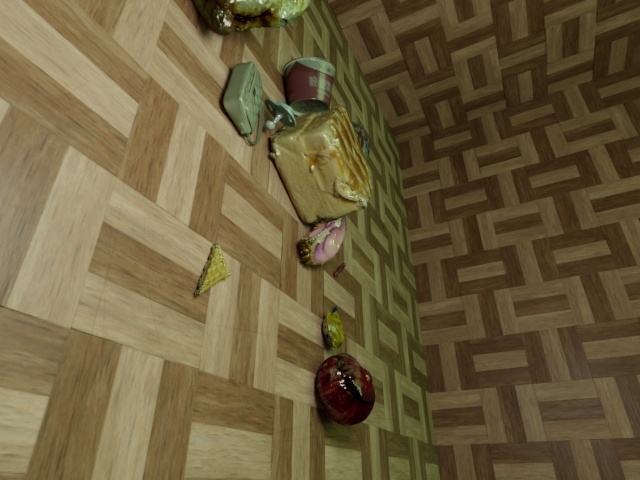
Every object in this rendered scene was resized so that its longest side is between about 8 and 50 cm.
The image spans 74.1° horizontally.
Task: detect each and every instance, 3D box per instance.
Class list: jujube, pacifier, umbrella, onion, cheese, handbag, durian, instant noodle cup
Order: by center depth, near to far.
[{"bbox_3d":[-0.240,-0.459,1.451,0.219,0.079,0.256,66,23,-51],"label":"handbag"},{"bbox_3d":[0.094,0.519,1.498,0.246,0.190,0.246,54,14,-21],"label":"onion"},{"bbox_3d":[-0.160,-0.448,1.558,0.116,0.150,0.127,-52,163,-13],"label":"pacifier"},{"bbox_3d":[0.057,0.342,1.678,0.250,0.064,0.156,-53,127,-74],"label":"cheese"},{"bbox_3d":[0.000,0.001,1.699,0.341,0.112,0.191,-45,150,-49],"label":"durian"},{"bbox_3d":[-0.047,-0.654,1.840,0.235,0.235,0.178,18,69,-64],"label":"instant noodle cup"},{"bbox_3d":[0.092,0.130,1.936,0.165,0.025,0.027,-40,135,-63],"label":"umbrella"},{"bbox_3d":[0.137,-0.453,2.138,0.246,0.215,0.308,43,40,-51],"label":"jujube"}]

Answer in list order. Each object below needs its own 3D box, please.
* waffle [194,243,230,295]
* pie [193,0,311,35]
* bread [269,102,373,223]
[{"bbox_3d":[-0.289,0.072,1.084,0.097,0.023,0.153,70,24,-10],"label":"waffle"},{"bbox_3d":[-0.232,-0.870,1.351,0.418,0.180,0.395,-31,111,-26],"label":"pie"},{"bbox_3d":[0.015,-0.314,1.704,0.390,0.279,0.371,64,23,-22],"label":"bread"}]
